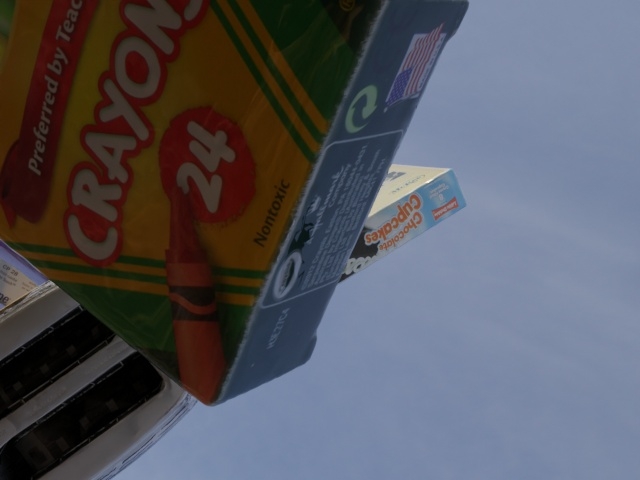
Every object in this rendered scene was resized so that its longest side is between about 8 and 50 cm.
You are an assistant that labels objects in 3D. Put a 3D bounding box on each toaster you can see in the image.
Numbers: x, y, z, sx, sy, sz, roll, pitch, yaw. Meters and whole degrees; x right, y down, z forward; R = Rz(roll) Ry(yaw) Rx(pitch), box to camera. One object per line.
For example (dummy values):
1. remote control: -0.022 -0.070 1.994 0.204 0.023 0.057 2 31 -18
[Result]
1. toaster: -0.154 0.090 0.638 0.227 0.146 0.129 -34 -88 -5

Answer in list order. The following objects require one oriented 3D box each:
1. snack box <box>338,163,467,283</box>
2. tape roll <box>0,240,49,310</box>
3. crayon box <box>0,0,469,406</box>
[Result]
1. snack box: 0.000 0.000 1.249 0.187 0.322 0.060 15 -49 62
2. tape roll: -0.263 0.005 0.896 0.189 0.189 0.080 7 -124 39
3. crayon box: -0.113 -0.095 0.493 0.318 0.081 0.202 34 -63 23
